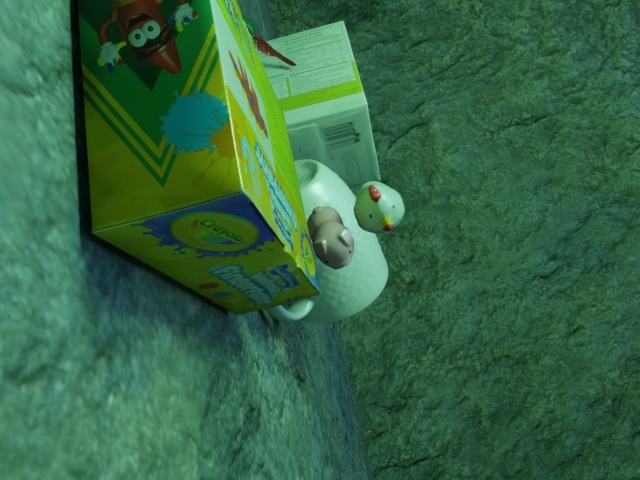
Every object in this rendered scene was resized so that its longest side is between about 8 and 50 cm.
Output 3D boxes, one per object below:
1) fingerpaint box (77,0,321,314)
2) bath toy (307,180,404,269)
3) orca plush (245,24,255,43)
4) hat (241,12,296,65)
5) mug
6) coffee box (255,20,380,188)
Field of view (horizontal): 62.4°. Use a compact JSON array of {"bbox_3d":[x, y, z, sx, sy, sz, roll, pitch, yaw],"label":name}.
[{"bbox_3d":[-0.144,-0.124,0.741,0.445,0.163,0.372,62,15,-71],"label":"fingerpaint box"},{"bbox_3d":[0.000,0.000,0.987,0.152,0.348,0.129,62,2,14],"label":"bath toy"},{"bbox_3d":[-0.227,-0.408,1.226,0.151,0.102,0.288,24,-47,36],"label":"orca plush"},{"bbox_3d":[-0.181,-0.560,1.371,0.173,0.183,0.209,-98,173,-50],"label":"hat"},{"bbox_3d":[-0.036,0.019,1.235,0.374,0.276,0.328,-57,134,-40],"label":"mug"},{"bbox_3d":[-0.041,-0.353,1.518,0.338,0.337,0.335,69,8,-59],"label":"coffee box"}]
